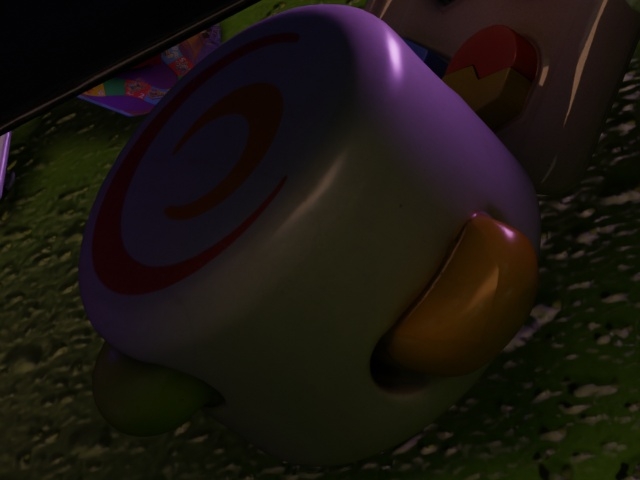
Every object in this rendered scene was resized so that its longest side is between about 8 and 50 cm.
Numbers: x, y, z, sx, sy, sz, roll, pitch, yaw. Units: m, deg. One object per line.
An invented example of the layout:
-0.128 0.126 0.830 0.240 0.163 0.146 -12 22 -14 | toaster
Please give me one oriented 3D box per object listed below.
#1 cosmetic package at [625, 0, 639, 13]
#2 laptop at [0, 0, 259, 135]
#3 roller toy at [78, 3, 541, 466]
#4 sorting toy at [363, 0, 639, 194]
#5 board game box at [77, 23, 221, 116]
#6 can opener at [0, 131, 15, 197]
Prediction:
0.250 -0.135 0.532 0.377 0.097 0.284 15 35 -21 | cosmetic package
-0.128 -0.028 0.680 0.236 0.407 0.382 4 19 -23 | laptop
0.000 0.000 0.646 0.209 0.146 0.191 -29 38 30 | roller toy
0.087 -0.123 0.759 0.208 0.038 0.193 12 76 53 | sorting toy
-0.151 -0.157 0.953 0.169 0.033 0.133 20 53 2 | board game box
-0.242 -0.131 0.970 0.074 0.093 0.280 -17 52 29 | can opener
